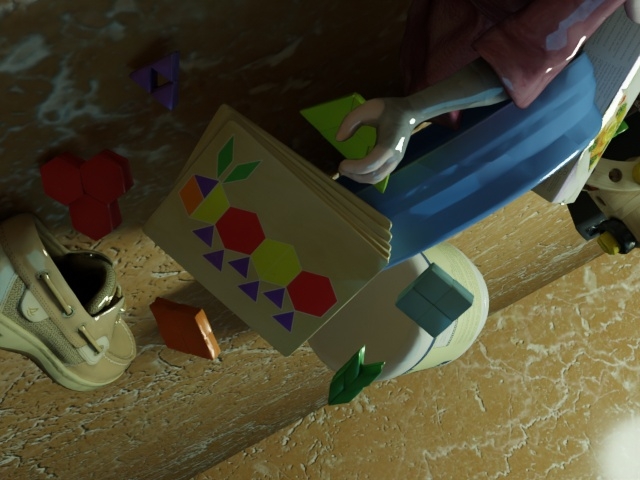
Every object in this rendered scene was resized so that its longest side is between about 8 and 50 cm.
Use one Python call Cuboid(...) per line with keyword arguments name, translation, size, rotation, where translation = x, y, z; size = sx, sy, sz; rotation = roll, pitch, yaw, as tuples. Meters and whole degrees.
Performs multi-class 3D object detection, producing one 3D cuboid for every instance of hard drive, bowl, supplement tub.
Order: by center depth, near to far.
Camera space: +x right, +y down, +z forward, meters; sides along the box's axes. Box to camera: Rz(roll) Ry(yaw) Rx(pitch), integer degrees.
Cuboid(name="bowl", translation=(0.107, -0.064, 0.777), size=(0.391, 0.077, 0.391), rotation=(-30, -173, 4))
Cuboid(name="supplement tub", translation=(0.138, 0.105, 1.256), size=(0.235, 0.235, 0.325), rotation=(-37, 159, 24))
Cuboid(name="hard drive", translation=(0.547, -0.131, 1.355), size=(0.054, 0.171, 0.255), rotation=(14, 141, -31))

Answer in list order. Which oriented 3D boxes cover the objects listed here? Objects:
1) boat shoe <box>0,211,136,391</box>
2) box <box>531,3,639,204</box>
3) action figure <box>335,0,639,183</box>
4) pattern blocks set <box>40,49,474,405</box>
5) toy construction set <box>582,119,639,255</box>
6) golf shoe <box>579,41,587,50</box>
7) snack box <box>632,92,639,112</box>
Cuboid(name="boat shoe", translation=(-0.256, 0.072, 0.779), size=(0.110, 0.121, 0.341), rotation=(-29, 160, -2))
Cuboid(name="box", translation=(0.329, -0.192, 0.839), size=(0.063, 0.067, 0.323), rotation=(-5, 126, -47))
Cuboid(name="action figure", translation=(0.136, -0.165, 0.444), size=(0.276, 0.247, 0.370), rotation=(-3, -175, 2))
Cuboid(name="pattern blocks set", translation=(-0.049, -0.006, 0.614), size=(0.285, 0.325, 0.026), rotation=(-37, -171, 25))
Cuboid(name="toy construction set", translation=(0.483, -0.107, 1.041), size=(0.257, 0.237, 0.309), rotation=(-32, 178, -26))
Cuboid(name="golf shoe", translation=(0.331, -0.244, 0.931), size=(0.086, 0.069, 0.176), rotation=(-57, 157, 3))
Cuboid(name="snack box", translation=(0.587, -0.221, 1.150), size=(0.070, 0.174, 0.207), rotation=(-30, 161, -7))
